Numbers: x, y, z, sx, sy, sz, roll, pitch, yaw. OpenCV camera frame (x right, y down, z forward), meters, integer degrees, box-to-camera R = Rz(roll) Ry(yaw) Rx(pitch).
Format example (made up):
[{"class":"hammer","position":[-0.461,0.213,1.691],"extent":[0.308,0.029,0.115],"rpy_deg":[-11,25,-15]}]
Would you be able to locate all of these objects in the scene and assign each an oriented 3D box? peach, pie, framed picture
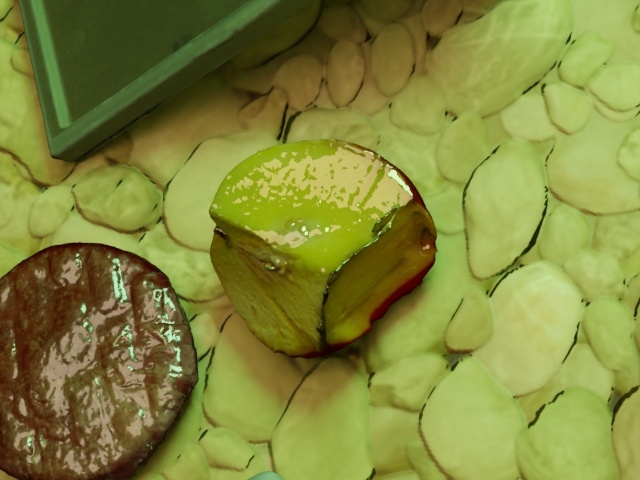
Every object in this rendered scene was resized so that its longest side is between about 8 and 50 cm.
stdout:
[{"class":"peach","position":[0.000,-0.005,1.285],"extent":[0.151,0.118,0.151],"rpy_deg":[14,115,32]},{"class":"pie","position":[-0.172,0.087,1.343],"extent":[0.182,0.049,0.182],"rpy_deg":[-5,73,17]},{"class":"framed picture","position":[-0.069,-0.293,1.332],"extent":[0.446,0.028,0.326],"rpy_deg":[-29,66,35]}]

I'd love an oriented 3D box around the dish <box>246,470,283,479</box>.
[{"class":"dish","position":[-0.088,0.281,1.246],"extent":[0.243,0.080,0.182],"rpy_deg":[-37,68,2]}]
